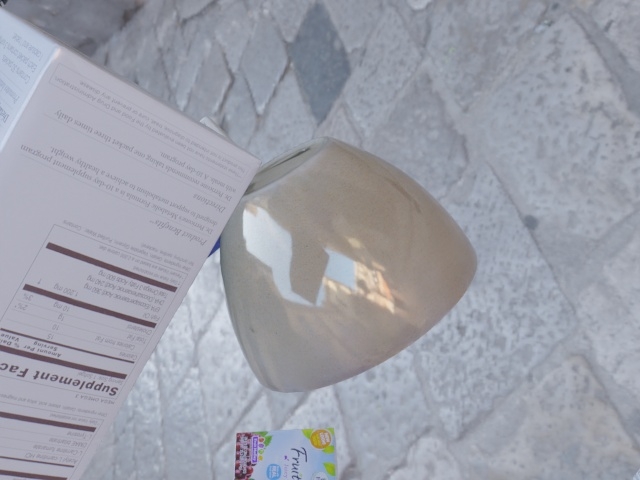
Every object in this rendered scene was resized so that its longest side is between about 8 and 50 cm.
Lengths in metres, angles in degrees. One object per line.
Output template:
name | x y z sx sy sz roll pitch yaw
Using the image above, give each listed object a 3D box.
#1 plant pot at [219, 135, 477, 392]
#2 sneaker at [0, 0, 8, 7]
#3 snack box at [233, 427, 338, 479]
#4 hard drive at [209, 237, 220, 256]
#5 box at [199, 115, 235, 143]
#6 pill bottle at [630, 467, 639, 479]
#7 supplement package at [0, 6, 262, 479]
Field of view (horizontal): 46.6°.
plant pot | 0.000 0.000 0.815 0.284 0.191 0.284 -29 16 9
sneaker | -0.630 -0.514 1.354 0.111 0.121 0.299 81 -171 -53
snack box | -0.056 0.425 1.245 0.070 0.175 0.207 83 -175 -53
hard drive | -0.281 0.008 0.908 0.210 0.319 0.040 -40 61 8
box | -0.107 -0.048 1.115 0.113 0.275 0.094 -45 -4 0
pill bottle | 0.236 0.246 0.516 0.208 0.118 0.117 -57 31 8
supplement package | -0.171 0.013 0.432 0.139 0.134 0.244 34 95 48
